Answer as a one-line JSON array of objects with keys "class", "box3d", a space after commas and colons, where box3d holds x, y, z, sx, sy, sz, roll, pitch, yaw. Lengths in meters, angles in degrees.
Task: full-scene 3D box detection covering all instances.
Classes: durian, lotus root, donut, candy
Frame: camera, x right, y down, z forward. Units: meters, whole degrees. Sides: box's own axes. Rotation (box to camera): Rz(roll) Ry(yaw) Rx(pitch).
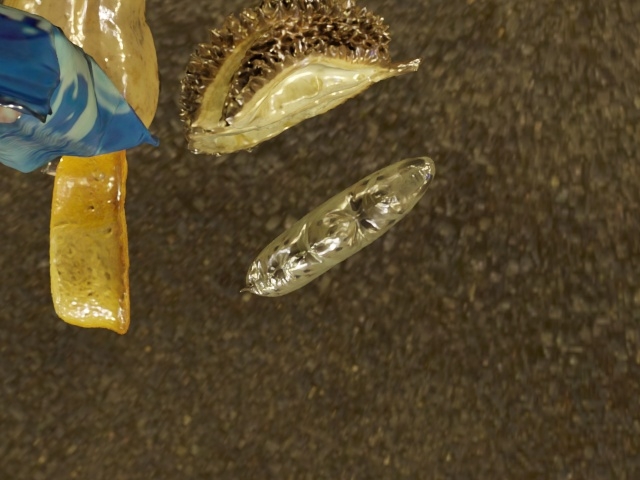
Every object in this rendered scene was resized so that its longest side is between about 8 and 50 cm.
[{"class": "durian", "box3d": [-0.015, -0.097, 0.674, 0.140, 0.110, 0.071, -18, 86, -19]}, {"class": "lotus root", "box3d": [-0.219, -0.172, 1.179, 0.154, 0.140, 0.257, 12, 78, -33]}, {"class": "donut", "box3d": [-0.176, -0.002, 0.996, 0.058, 0.152, 0.152, 1, 109, -6]}, {"class": "candy", "box3d": [-0.190, -0.091, 0.689, 0.187, 0.331, 0.077, 23, 88, 2]}]

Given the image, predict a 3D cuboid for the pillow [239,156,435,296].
[{"class": "pillow", "box3d": [-0.001, 0.001, 1.083, 0.241, 0.093, 0.051, -32, 90, 43]}]
